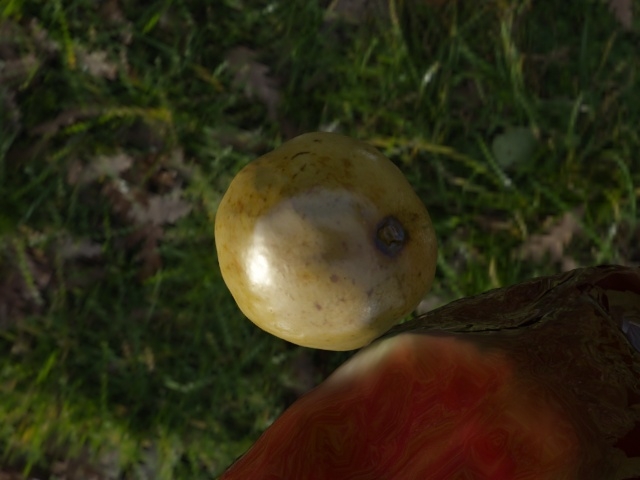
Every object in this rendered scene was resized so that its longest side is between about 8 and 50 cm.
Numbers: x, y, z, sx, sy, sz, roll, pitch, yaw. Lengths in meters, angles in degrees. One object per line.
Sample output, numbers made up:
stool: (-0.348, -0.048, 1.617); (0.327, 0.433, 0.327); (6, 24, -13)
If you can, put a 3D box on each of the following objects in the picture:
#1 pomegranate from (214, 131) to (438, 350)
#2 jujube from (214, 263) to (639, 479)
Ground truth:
pomegranate: (0.000, 0.000, 1.315); (0.196, 0.196, 0.196); (5, 127, 7)
jujube: (0.134, 0.172, 0.426); (0.276, 0.276, 0.377); (-34, 124, 30)
